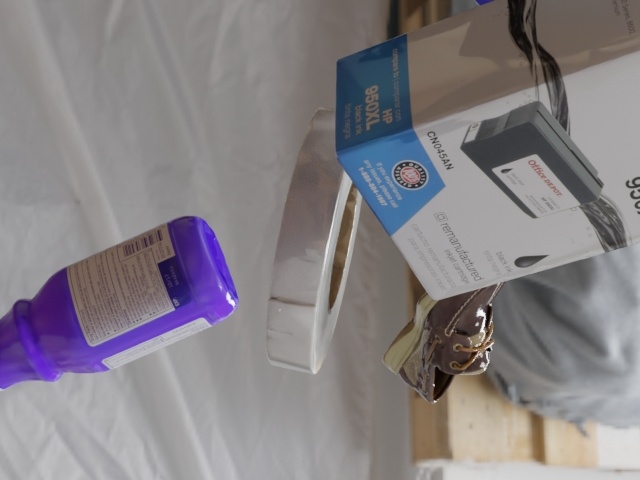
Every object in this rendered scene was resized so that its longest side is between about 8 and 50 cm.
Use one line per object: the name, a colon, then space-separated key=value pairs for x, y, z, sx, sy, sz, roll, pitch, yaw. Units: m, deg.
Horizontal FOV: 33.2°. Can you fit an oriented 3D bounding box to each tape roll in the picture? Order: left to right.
tape roll: x=0.000 y=0.000 z=1.569 sx=0.072 sy=0.392 sz=0.392 roll=11 pitch=165 yaw=6

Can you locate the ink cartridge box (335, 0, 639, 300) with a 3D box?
ink cartridge box: x=0.251 y=-0.120 z=1.193 sx=0.394 sy=0.166 sz=0.285 roll=-18 pitch=135 yaw=21

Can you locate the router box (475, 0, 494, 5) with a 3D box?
router box: x=0.219 y=-0.451 z=1.392 sx=0.082 sy=0.301 sz=0.335 roll=-21 pitch=138 yaw=36

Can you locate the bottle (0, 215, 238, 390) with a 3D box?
bottle: x=-0.230 y=0.076 z=1.113 sx=0.282 sy=0.118 sz=0.092 roll=-24 pitch=151 yaw=3

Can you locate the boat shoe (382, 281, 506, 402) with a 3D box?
boat shoe: x=0.197 y=0.130 z=1.501 sx=0.123 sy=0.123 sz=0.342 roll=-25 pitch=160 yaw=-33
